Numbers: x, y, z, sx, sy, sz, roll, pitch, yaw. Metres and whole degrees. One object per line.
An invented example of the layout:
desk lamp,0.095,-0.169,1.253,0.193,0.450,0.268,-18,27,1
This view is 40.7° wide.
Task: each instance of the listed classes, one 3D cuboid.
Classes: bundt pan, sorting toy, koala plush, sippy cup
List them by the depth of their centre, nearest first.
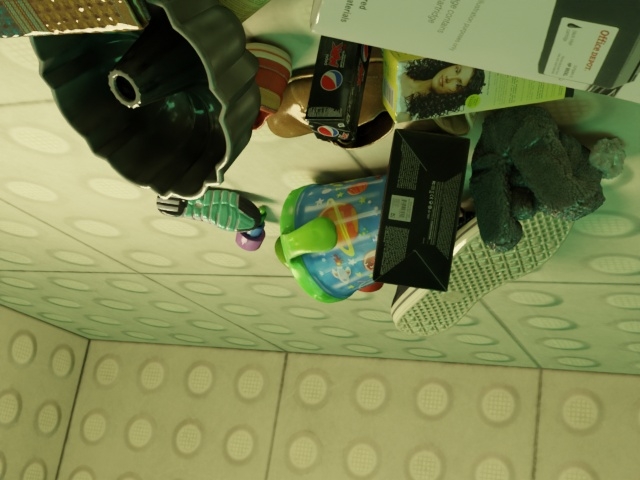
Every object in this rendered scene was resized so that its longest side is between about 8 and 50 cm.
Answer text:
bundt pan,-0.206,-0.219,1.092,0.331,0.124,0.331,25,139,24
koala plush,0.354,-0.104,1.316,0.221,0.203,0.196,-3,161,-42
sippy cup,0.081,-0.019,1.604,0.224,0.305,0.240,-17,120,32
sorting toy,0.000,0.000,1.916,0.365,0.127,0.126,17,131,-15

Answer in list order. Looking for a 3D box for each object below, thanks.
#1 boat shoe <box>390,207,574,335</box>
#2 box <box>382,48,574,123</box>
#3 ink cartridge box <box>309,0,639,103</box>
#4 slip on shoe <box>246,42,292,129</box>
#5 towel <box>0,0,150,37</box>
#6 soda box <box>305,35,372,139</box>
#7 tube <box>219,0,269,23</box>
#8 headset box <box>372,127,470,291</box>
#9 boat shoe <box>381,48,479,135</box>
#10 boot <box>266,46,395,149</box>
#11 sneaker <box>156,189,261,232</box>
boat shoe,0.293,0.017,1.669,0.187,0.156,0.500,17,143,-20
box,0.193,-0.205,1.038,0.232,0.058,0.087,-11,129,-10
ink cartridge box,0.214,-0.271,0.635,0.395,0.285,0.166,10,161,-6
slip on shoe,-0.154,-0.200,1.331,0.123,0.101,0.331,18,162,-29
towel,-0.356,-0.357,0.861,0.271,0.040,0.370,4,144,25
soda box,0.026,-0.213,1.089,0.053,0.169,0.060,5,161,19
tube,-0.113,-0.302,1.079,0.070,0.062,0.240,-21,178,-37
headset box,0.151,-0.055,1.318,0.110,0.218,0.293,9,-174,5
boat shoe,0.139,-0.233,1.095,0.109,0.094,0.302,-5,158,36
boot,0.009,-0.186,1.274,0.112,0.115,0.305,19,161,-34
sneaker,-0.230,-0.072,1.833,0.224,0.083,0.098,14,-177,0
